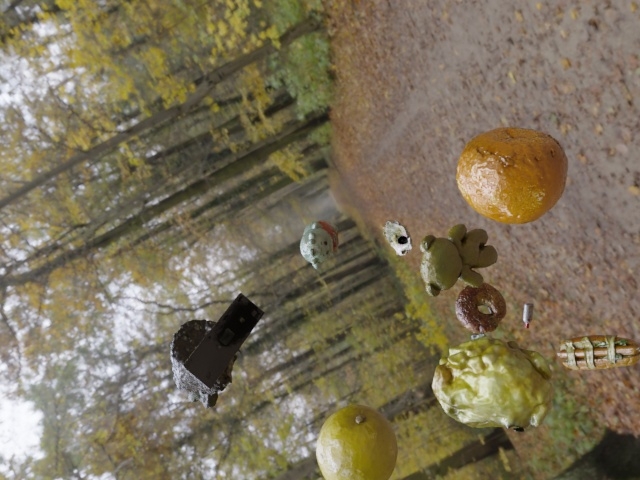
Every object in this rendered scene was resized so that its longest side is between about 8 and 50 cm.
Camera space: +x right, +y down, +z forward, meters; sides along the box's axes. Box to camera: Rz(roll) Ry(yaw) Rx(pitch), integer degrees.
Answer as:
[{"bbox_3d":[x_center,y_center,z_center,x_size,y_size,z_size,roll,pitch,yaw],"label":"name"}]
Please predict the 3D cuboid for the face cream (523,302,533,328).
[{"bbox_3d":[0.686,0.248,1.968,0.021,0.040,0.083,9,96,53],"label":"face cream"}]

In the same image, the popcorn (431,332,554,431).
[{"bbox_3d":[0.423,0.356,1.450,0.252,0.286,0.215,56,-132,-29],"label":"popcorn"}]

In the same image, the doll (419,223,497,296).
[{"bbox_3d":[0.282,0.037,1.247,0.097,0.209,0.137,-14,88,55],"label":"doll"}]

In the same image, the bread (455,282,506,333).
[{"bbox_3d":[0.574,0.240,2.144,0.064,0.193,0.193,68,176,-63],"label":"bread"}]

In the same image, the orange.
[{"bbox_3d":[0.611,-0.203,1.913,0.341,0.340,0.294,-114,17,-60],"label":"orange"}]

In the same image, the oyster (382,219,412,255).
[{"bbox_3d":[0.297,-0.014,2.179,0.132,0.072,0.209,30,154,37],"label":"oyster"}]

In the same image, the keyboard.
[{"bbox_3d":[-0.254,0.268,1.609,0.106,0.027,0.317,42,-142,-5],"label":"keyboard"}]

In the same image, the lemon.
[{"bbox_3d":[0.143,0.820,2.349,0.348,0.347,0.348,62,-178,-4],"label":"lemon"}]

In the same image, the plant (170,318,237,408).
[{"bbox_3d":[-0.403,0.440,2.099,0.215,0.213,0.312,-86,-7,-46],"label":"plant"}]

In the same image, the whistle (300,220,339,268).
[{"bbox_3d":[-0.002,0.001,1.683,0.105,0.102,0.253,24,-162,1],"label":"whistle"}]

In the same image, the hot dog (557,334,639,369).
[{"bbox_3d":[0.890,0.356,1.905,0.072,0.269,0.109,8,-107,-42],"label":"hot dog"}]
